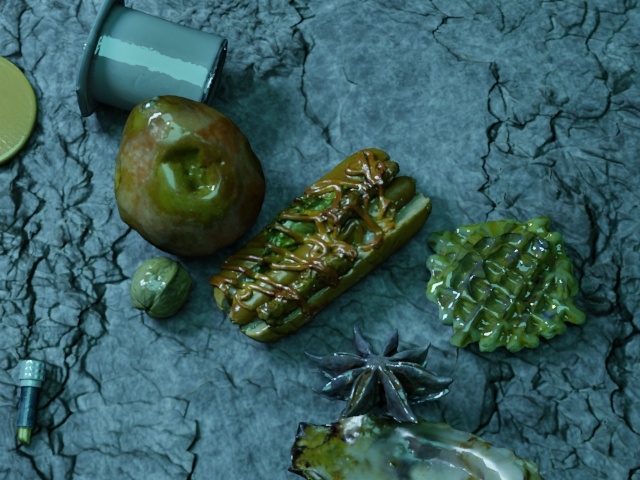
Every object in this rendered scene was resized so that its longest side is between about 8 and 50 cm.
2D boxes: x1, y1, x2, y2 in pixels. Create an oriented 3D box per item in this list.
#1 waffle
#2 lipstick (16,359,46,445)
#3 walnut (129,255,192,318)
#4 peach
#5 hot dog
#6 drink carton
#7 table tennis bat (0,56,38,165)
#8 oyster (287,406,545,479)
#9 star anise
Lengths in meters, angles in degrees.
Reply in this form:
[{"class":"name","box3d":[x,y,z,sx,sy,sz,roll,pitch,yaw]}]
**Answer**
[{"class":"waffle","box3d":[0.262,0.062,1.581,0.223,0.054,0.204,-8,69,-5]},{"class":"lipstick","box3d":[-0.407,0.226,1.524,0.037,0.037,0.116,4,72,1]},{"class":"walnut","box3d":[-0.228,0.066,1.564,0.092,0.092,0.092,0,68,0]},{"class":"peach","box3d":[-0.196,-0.096,1.544,0.214,0.235,0.214,-19,26,10]},{"class":"hot dog","box3d":[0.000,0.000,1.571,0.349,0.117,0.158,-38,72,-14]},{"class":"drink carton","box3d":[-0.251,-0.255,1.654,0.190,0.185,0.191,19,67,-5]},{"class":"table tennis bat","box3d":[-0.570,-0.245,1.706,0.198,0.050,0.321,-31,75,-13]},{"class":"oyster","box3d":[0.136,0.310,1.442,0.361,0.096,0.221,3,33,-3]},{"class":"star anise","box3d":[0.079,0.194,1.505,0.204,0.061,0.180,-2,34,1]}]
